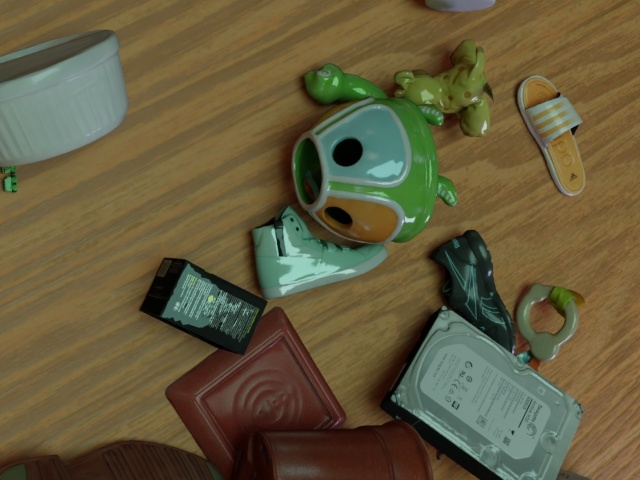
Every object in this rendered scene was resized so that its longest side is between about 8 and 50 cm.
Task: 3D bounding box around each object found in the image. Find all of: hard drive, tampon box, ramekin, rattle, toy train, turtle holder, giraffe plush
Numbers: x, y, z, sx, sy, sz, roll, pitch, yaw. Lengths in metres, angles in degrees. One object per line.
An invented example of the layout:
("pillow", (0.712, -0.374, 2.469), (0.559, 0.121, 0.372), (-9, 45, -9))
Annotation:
("hard drive", (0.304, 0.307, 1.888), (0.339, 0.064, 0.237), (37, 57, -2))
("tampon box", (-0.193, 0.108, 1.693), (0.161, 0.120, 0.101), (29, 78, -25))
("ramekin", (-0.408, -0.207, 1.508), (0.273, 0.273, 0.127), (-28, 115, -24))
("rattle", (0.454, 0.191, 2.062), (0.130, 0.143, 0.199), (9, 88, 13))
("toy train", (-0.486, -0.115, 1.599), (0.024, 0.017, 0.083), (-5, 93, -16))
("turtle holder", (0.076, -0.153, 1.761), (0.228, 0.243, 0.320), (-2, 93, -26))
("giraffe plush", (0.218, -0.268, 1.890), (0.171, 0.210, 0.181), (-10, 99, 2))

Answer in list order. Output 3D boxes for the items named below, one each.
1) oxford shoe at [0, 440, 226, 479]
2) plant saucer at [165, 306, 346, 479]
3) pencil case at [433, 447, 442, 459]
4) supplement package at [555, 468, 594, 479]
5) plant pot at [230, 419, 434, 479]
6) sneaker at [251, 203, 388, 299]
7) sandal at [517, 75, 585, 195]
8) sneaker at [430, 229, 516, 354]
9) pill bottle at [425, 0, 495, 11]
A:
("oxford shoe", (-0.341, 0.420, 1.640), (0.397, 0.140, 0.146), (5, 119, -32))
("plant saucer", (-0.097, 0.291, 1.786), (0.258, 0.048, 0.259), (-36, 107, -22))
("pencil case", (0.311, 0.342, 1.967), (0.236, 0.104, 0.104), (-13, 96, -27))
("supplement package", (0.518, 0.572, 2.071), (0.105, 0.105, 0.179), (29, 78, -25))
("plant pot", (0.005, 0.423, 1.686), (0.265, 0.272, 0.272), (9, 86, -24))
("sneaker", (0.000, 0.000, 1.807), (0.256, 0.094, 0.151), (-16, 95, -27))
("sandal", (0.490, -0.215, 2.064), (0.102, 0.076, 0.265), (-34, 105, -23))
("sneaker", (0.295, 0.114, 1.973), (0.106, 0.101, 0.267), (-22, 99, -5))
("pill bottle", (0.259, -0.593, 1.886), (0.176, 0.176, 0.318), (1, 90, -27))
